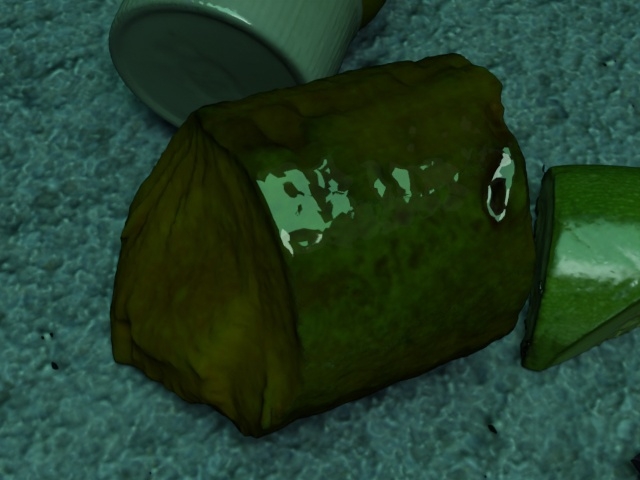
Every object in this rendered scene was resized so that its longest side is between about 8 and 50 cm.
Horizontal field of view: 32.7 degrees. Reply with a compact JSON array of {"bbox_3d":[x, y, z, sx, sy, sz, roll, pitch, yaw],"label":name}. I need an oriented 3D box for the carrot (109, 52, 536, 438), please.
[{"bbox_3d":[0.000,0.000,0.816,0.340,0.241,0.241,-19,62,-13],"label":"carrot"}]

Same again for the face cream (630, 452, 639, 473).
[{"bbox_3d":[0.354,0.112,0.850,0.273,0.078,0.078,-29,65,-16],"label":"face cream"}]

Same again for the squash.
[{"bbox_3d":[0.320,0.018,0.888,0.288,0.111,0.203,10,62,3],"label":"squash"}]

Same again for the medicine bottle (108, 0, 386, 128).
[{"bbox_3d":[-0.030,-0.286,0.984,0.224,0.224,0.384,16,61,8],"label":"medicine bottle"}]
